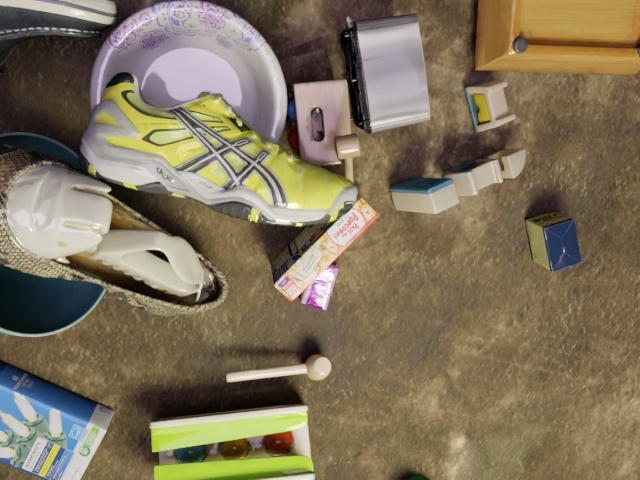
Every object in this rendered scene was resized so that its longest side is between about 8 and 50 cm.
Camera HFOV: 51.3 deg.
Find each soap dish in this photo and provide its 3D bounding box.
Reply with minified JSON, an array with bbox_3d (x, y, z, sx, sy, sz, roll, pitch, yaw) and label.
[{"bbox_3d":[0.403,-0.389,1.077,0.290,0.118,0.229,-1,102,-8],"label":"soap dish"}]

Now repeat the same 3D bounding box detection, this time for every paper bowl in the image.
[{"bbox_3d":[-0.196,-0.214,1.025,0.284,0.148,0.284,-2,102,-7],"label":"paper bowl"}]

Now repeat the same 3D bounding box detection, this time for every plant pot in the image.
[{"bbox_3d":[-0.483,-0.001,0.996,0.195,0.290,0.290,-6,106,31],"label":"plant pot"}]

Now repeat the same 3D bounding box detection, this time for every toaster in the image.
[{"bbox_3d":[0.095,-0.260,1.034,0.110,0.186,0.168,-11,103,0],"label":"toaster"}]

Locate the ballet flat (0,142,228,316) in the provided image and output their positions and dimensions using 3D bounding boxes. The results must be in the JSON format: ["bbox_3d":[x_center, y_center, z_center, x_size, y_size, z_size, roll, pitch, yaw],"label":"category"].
[{"bbox_3d":[-0.299,-0.005,0.932,0.483,0.182,0.164,35,62,-51],"label":"ballet flat"}]

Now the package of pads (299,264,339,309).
[{"bbox_3d":[-0.002,0.077,1.173,0.050,0.032,0.083,16,100,-8],"label":"package of pads"}]

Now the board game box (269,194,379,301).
[{"bbox_3d":[0.000,0.000,1.097,0.193,0.147,0.045,-45,103,4],"label":"board game box"}]

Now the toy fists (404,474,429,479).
[{"bbox_3d":[0.199,0.594,1.255,0.096,0.142,0.279,-10,103,-5],"label":"toy fists"}]

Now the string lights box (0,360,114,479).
[{"bbox_3d":[-0.506,0.308,1.137,0.259,0.077,0.133,27,99,-12],"label":"string lights box"}]

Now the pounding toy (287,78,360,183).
[{"bbox_3d":[-0.001,-0.154,1.033,0.094,0.206,0.181,-6,103,-5],"label":"pounding toy"}]

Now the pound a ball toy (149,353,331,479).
[{"bbox_3d":[-0.133,0.322,1.178,0.319,0.136,0.208,-5,78,-6],"label":"pound a ball toy"}]

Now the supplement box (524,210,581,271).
[{"bbox_3d":[0.411,0.000,1.180,0.056,0.083,0.083,-16,104,-3],"label":"supplement box"}]

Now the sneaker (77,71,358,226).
[{"bbox_3d":[-0.126,-0.119,0.909,0.384,0.145,0.147,13,102,-12],"label":"sneaker"}]

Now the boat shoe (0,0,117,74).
[{"bbox_3d":[-0.536,-0.288,0.956,0.500,0.187,0.156,-5,108,-1],"label":"boat shoe"}]

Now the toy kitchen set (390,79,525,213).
[{"bbox_3d":[0.218,-0.160,1.125,0.207,0.122,0.166,-24,105,-22],"label":"toy kitchen set"}]
